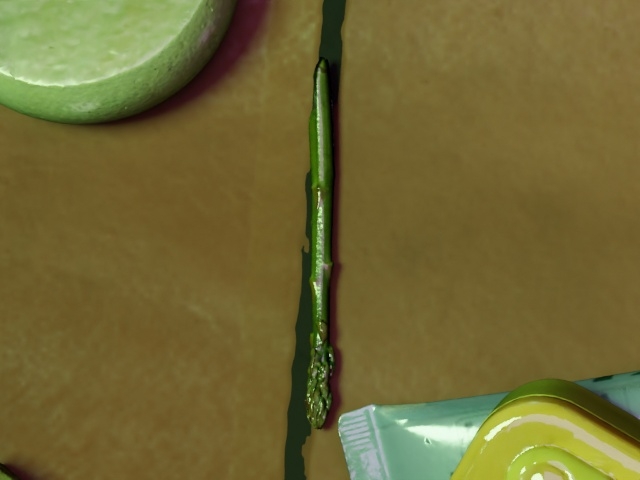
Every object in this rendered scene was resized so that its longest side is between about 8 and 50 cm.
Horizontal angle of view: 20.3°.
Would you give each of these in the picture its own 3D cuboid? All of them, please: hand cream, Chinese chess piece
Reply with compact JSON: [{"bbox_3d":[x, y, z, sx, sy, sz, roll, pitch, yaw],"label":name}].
[{"bbox_3d":[0.147,0.084,0.740,0.271,0.058,0.091,-14,90,5],"label":"hand cream"},{"bbox_3d":[-0.106,-0.122,0.794,0.144,0.058,0.144,-1,78,2],"label":"Chinese chess piece"}]

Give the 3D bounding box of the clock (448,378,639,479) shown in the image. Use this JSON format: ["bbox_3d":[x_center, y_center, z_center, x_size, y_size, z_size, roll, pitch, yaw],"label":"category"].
[{"bbox_3d":[0.085,0.166,0.685,0.143,0.096,0.202,30,99,6],"label":"clock"}]

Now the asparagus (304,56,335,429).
[{"bbox_3d":[0.000,0.000,0.785,0.016,0.013,0.166,7,78,-37],"label":"asparagus"}]

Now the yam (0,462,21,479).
[{"bbox_3d":[-0.168,0.157,0.739,0.070,0.070,0.146,18,82,7],"label":"yam"}]
